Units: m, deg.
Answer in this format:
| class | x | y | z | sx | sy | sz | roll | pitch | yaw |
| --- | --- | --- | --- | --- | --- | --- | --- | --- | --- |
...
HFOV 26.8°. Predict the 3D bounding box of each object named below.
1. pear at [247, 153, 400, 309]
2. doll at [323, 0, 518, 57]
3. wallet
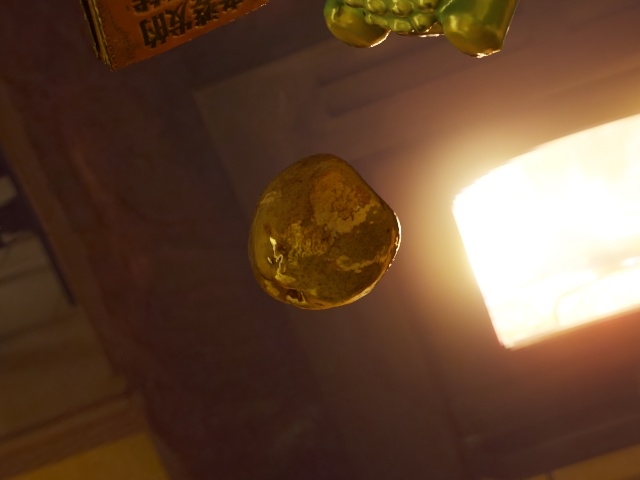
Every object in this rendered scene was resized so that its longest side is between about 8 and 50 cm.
| class | x | y | z | sx | sy | sz | roll | pitch | yaw |
| --- | --- | --- | --- | --- | --- | --- | --- | --- | --- |
| pear | 0.000 | 0.000 | 1.939 | 0.211 | 0.228 | 0.188 | -52 | 31 | -13 |
| doll | 0.041 | -0.255 | 0.989 | 0.177 | 0.260 | 0.161 | 12 | 78 | 37 |
| wallet | -0.131 | -0.252 | 1.235 | 0.195 | 0.161 | 0.042 | -28 | 53 | -17 |
